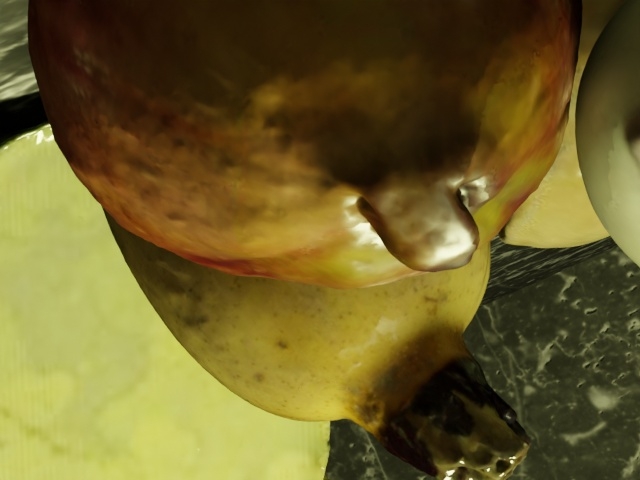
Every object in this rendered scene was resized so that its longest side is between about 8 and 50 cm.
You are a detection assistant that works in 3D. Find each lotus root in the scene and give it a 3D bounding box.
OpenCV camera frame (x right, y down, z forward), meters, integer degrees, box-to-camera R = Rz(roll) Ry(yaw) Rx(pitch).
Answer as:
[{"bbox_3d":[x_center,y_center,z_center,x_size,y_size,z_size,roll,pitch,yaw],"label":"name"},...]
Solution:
[{"bbox_3d":[0.000,0.000,0.999,0.183,0.310,0.183,-27,160,-11],"label":"lotus root"}]

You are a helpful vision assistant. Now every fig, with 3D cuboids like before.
[{"bbox_3d":[0.002,-0.081,0.807,0.224,0.224,0.263,-17,-171,-28],"label":"fig"}]

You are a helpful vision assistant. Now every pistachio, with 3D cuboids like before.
[{"bbox_3d":[0.173,-0.089,1.331,0.181,0.162,0.293,-56,-178,-23],"label":"pistachio"}]

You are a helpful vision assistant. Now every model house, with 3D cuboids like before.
[{"bbox_3d":[-0.168,0.042,1.238,0.321,0.261,0.266,2,-174,-27],"label":"model house"}]

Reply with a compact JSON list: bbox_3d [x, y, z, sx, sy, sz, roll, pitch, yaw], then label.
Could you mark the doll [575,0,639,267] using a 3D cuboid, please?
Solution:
[{"bbox_3d":[0.236,-0.114,0.826,0.215,0.370,0.226,-13,147,37],"label":"doll"}]
